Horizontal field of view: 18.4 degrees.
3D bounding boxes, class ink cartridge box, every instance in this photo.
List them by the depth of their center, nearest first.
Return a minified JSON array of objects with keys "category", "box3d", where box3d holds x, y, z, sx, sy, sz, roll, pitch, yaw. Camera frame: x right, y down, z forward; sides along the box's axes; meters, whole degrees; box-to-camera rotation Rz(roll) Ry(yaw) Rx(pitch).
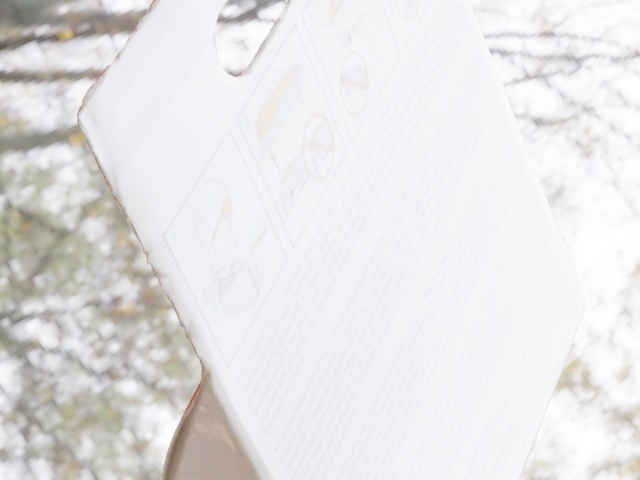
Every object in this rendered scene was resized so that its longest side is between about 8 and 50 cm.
[{"category":"ink cartridge box","box3d":[0.000,0.000,0.564,0.066,0.189,0.232,-5,-51,32]}]
